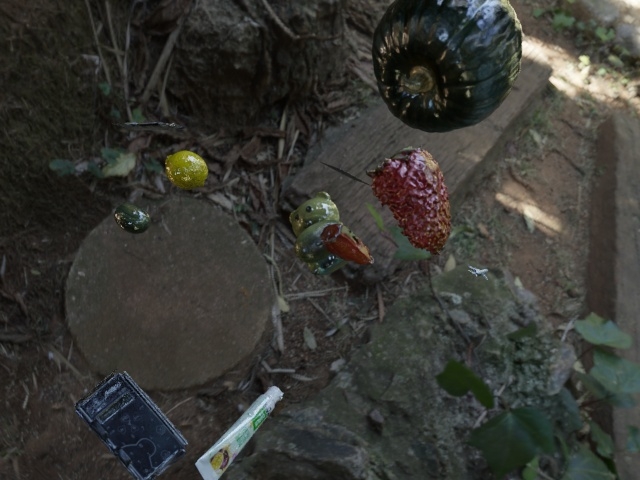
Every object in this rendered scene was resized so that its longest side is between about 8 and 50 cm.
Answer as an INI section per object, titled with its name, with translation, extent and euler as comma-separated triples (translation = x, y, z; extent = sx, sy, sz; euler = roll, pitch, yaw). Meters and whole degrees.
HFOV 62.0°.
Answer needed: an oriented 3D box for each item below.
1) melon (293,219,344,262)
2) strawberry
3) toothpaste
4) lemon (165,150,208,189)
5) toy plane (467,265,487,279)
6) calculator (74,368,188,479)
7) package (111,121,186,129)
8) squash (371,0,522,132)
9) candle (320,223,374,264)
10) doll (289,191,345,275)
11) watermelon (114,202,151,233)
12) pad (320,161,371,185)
[melon]
translation = 0.000, 0.000, 1.485
extent = 0.162, 0.099, 0.099
euler = -32, 80, -16
[strawberry]
translation = 0.289, -0.124, 1.452
extent = 0.233, 0.138, 0.306
euler = -32, 82, -36
[toothpaste]
translation = -0.201, 0.486, 1.364
extent = 0.058, 0.056, 0.314
euler = 31, 38, 14
[lemon]
translation = -0.385, -0.203, 1.525
extent = 0.133, 0.109, 0.109
euler = 35, 56, -6
[toy plane]
translation = 0.484, 0.097, 1.620
extent = 0.084, 0.024, 0.078
euler = 6, 27, -45
[calculator]
translation = -0.467, 0.464, 1.323
extent = 0.165, 0.028, 0.274
euler = -40, 93, 6
[package]
translation = -0.542, -0.364, 1.692
extent = 0.170, 0.173, 0.027
euler = 2, 100, 14
[squash]
translation = 0.172, -0.254, 0.747
extent = 0.218, 0.218, 0.173
euler = 22, 65, -13
[candle]
translation = 0.053, 0.014, 0.967
extent = 0.048, 0.162, 0.053
euler = 34, 90, 40
[doll]
translation = 0.006, -0.025, 1.836
extent = 0.161, 0.177, 0.261
euler = -1, 58, -61
[watermelon]
translation = -0.513, -0.061, 1.451
extent = 0.110, 0.078, 0.078
euler = 28, 53, 20
[pad]
translation = 0.079, -0.201, 1.612
extent = 0.157, 0.112, 0.003
euler = 20, 95, -42
